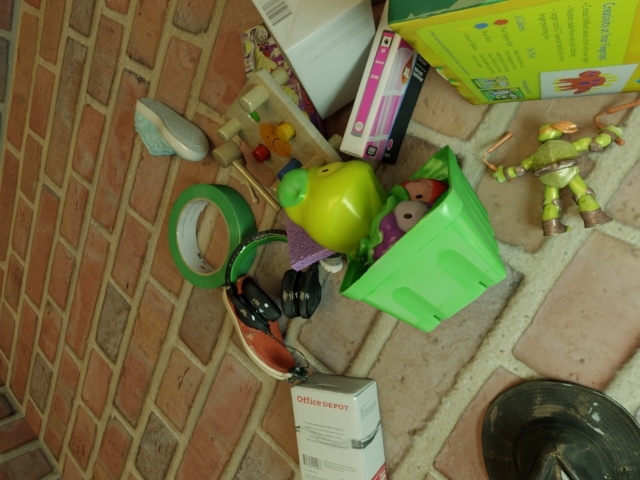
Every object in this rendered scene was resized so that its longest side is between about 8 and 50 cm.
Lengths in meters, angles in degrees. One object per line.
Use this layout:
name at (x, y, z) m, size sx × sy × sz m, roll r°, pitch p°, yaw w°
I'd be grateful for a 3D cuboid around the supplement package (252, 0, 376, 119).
supplement package at (0.003, -0.418, 0.841) m, size 0.175 × 0.293 × 0.177 m, roll -32°, pitch 77°, yaw 8°

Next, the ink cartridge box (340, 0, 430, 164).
ink cartridge box at (0.158, -0.347, 0.838) m, size 0.069 × 0.176 × 0.371 m, roll 24°, pitch 107°, yaw 29°

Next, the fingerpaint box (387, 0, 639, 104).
fingerpaint box at (0.352, -0.326, 0.554) m, size 0.371 × 0.445 × 0.163 m, roll 7°, pitch 97°, yaw 33°

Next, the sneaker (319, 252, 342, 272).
sneaker at (0.000, 0.000, 1.023) m, size 0.170 × 0.063 × 0.075 m, roll 48°, pitch 146°, yaw 28°

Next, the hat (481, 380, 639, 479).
hat at (0.445, 0.440, 0.752) m, size 0.331 × 0.134 × 0.331 m, roll 4°, pitch 97°, yaw 34°

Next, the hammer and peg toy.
hammer and peg toy at (-0.114, -0.222, 0.972) m, size 0.266 × 0.127 × 0.361 m, roll 47°, pitch 156°, yaw -14°

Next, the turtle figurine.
turtle figurine at (0.443, -0.126, 0.726) m, size 0.269 × 0.087 × 0.217 m, roll -17°, pitch 85°, yaw 33°

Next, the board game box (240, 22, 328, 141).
board game box at (-0.098, -0.404, 1.070) m, size 0.208 × 0.056 × 0.346 m, roll -8°, pitch 90°, yaw 24°

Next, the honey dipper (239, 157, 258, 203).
honey dipper at (-0.218, -0.182, 1.189) m, size 0.030 × 0.030 × 0.160 m, roll -29°, pitch 81°, yaw 32°

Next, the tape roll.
tape roll at (-0.339, -0.014, 1.255) m, size 0.321 × 0.077 × 0.321 m, roll 3°, pitch 96°, yaw 34°

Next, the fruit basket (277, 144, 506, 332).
fruit basket at (0.118, -0.058, 0.753) m, size 0.283 × 0.392 × 0.392 m, roll -46°, pitch 70°, yaw 28°

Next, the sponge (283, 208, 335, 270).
sponge at (-0.028, -0.031, 0.998) m, size 0.117 × 0.031 × 0.210 m, roll -28°, pitch 45°, yaw 17°

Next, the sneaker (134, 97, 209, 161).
sneaker at (-0.481, -0.318, 1.299) m, size 0.366 × 0.135 × 0.150 m, roll 43°, pitch 123°, yaw 32°

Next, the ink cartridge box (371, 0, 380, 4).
ink cartridge box at (0.067, -0.605, 0.935) m, size 0.175 × 0.072 × 0.127 m, roll -5°, pitch 92°, yaw 33°

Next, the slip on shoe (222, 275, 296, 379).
slip on shoe at (-0.165, 0.240, 1.146) m, size 0.101 × 0.123 × 0.331 m, roll -45°, pitch 66°, yaw 24°

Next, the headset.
headset at (-0.104, 0.167, 1.066) m, size 0.243 × 0.185 × 0.394 m, roll -18°, pitch 66°, yaw 4°

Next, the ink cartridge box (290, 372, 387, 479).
ink cartridge box at (0.046, 0.491, 1.027) m, size 0.197 × 0.114 × 0.273 m, roll -6°, pitch 92°, yaw 34°

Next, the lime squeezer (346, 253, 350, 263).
lime squeezer at (0.084, 0.004, 0.973) m, size 0.310 × 0.059 × 0.110 m, roll 64°, pitch 162°, yaw 15°
